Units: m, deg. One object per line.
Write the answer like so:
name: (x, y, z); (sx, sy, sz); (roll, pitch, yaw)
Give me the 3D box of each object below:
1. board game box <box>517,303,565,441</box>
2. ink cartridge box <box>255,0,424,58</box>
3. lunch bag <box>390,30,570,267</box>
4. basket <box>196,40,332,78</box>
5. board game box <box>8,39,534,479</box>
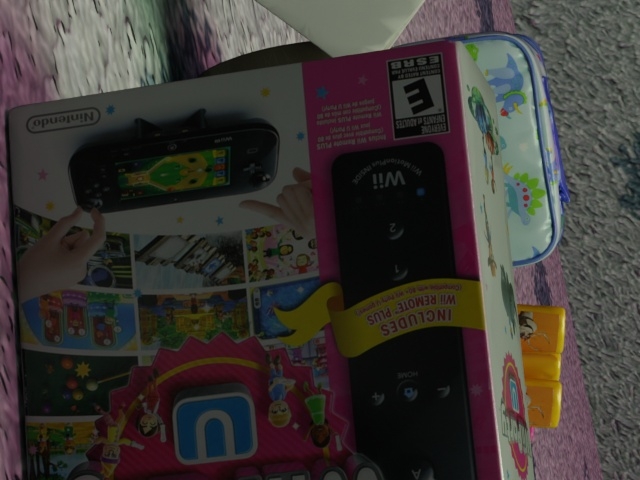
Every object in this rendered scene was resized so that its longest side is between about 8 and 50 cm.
board game box: (0.113, 0.245, 1.225); (0.390, 0.050, 0.390); (60, 34, -81)
ink cartridge box: (-0.020, -0.202, 1.137); (0.190, 0.082, 0.139); (34, 27, -8)
lunch bag: (0.134, -0.078, 1.731); (0.090, 0.176, 0.219); (-35, 115, -75)
basket: (0.000, 0.000, 1.191); (0.204, 0.154, 0.227); (40, 40, -78)
board game box: (-0.019, 0.076, 0.888); (0.097, 0.224, 0.303); (38, 45, -73)
